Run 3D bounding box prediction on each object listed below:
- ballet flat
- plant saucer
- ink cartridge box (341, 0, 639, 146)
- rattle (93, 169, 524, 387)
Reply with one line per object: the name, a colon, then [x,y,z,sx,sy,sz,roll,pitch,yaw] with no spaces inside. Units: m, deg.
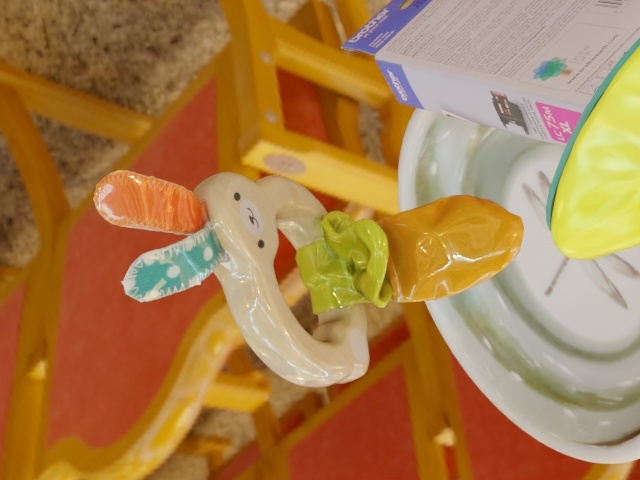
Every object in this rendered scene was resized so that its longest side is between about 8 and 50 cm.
ballet flat: [0.177,-0.078,0.501,0.077,0.077,0.231,22,105,-42]
plant saucer: [0.232,0.015,1.190,0.101,0.400,0.400,-23,150,-27]
ink cartridge box: [0.176,-0.171,0.999,0.186,0.311,0.065,-44,127,-16]
rattle: [0.000,0.000,0.659,0.143,0.130,0.200,-4,151,33]
